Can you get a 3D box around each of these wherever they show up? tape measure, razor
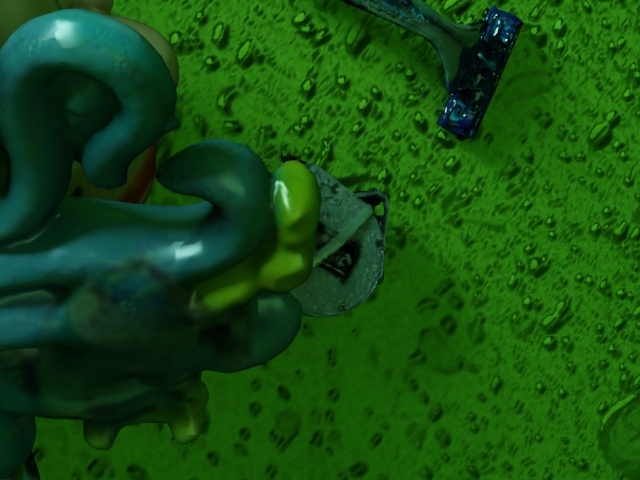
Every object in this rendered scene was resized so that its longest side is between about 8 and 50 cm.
[{"bbox_3d":[0.000,0.002,0.938,0.091,0.054,0.094,20,85,-27],"label":"tape measure"},{"bbox_3d":[0.006,-0.170,0.915,0.324,0.056,0.093,28,85,-32],"label":"razor"}]

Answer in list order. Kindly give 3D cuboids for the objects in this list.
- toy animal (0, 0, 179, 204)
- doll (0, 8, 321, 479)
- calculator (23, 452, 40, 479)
[{"bbox_3d":[-0.169,-0.071,0.763,0.171,0.171,0.198,-43,113,-19],"label":"toy animal"},{"bbox_3d":[-0.175,0.002,0.663,0.341,0.099,0.346,12,136,-13],"label":"doll"},{"bbox_3d":[-0.226,0.210,0.832,0.173,0.051,0.293,-17,107,-30],"label":"calculator"}]
